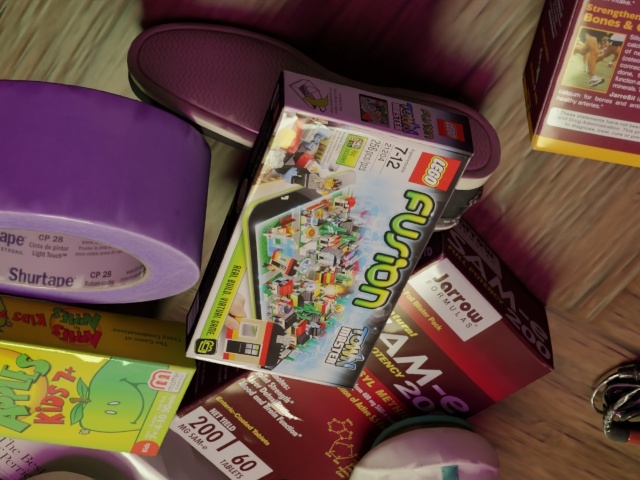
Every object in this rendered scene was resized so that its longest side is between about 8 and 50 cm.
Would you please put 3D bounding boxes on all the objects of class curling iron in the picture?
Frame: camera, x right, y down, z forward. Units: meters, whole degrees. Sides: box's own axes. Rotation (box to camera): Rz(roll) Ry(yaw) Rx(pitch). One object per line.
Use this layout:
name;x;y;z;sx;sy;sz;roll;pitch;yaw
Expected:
curling iron;0.328;0.142;1.135;0.274;0.035;0.068;15;126;-9

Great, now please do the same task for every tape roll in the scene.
tape roll;-0.162;-0.024;0.936;0.189;0.080;0.189;3;163;1

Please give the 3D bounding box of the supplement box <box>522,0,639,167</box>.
supplement box;0.190;-0.140;0.897;0.104;0.080;0.188;9;127;-5

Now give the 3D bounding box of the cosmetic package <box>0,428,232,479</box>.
cosmetic package;-0.140;0.183;1.162;0.099;0.060;0.239;-35;119;23

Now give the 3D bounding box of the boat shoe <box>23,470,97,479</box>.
boat shoe;-0.253;0.267;1.163;0.116;0.096;0.324;39;136;-22

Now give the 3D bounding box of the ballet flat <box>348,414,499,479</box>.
ballet flat;0.056;0.285;1.142;0.139;0.139;0.400;6;139;-3

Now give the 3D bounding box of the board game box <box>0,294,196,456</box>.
board game box;-0.182;0.086;1.021;0.181;0.043;0.092;10;131;-20

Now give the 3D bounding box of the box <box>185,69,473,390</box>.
box;0.000;0.000;0.932;0.114;0.036;0.207;13;131;-13

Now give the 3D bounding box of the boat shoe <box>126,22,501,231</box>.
boat shoe;-0.011;-0.065;0.961;0.233;0.084;0.079;18;146;-7

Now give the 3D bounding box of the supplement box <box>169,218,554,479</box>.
supplement box;0.025;0.086;1.078;0.239;0.073;0.130;-33;119;22
